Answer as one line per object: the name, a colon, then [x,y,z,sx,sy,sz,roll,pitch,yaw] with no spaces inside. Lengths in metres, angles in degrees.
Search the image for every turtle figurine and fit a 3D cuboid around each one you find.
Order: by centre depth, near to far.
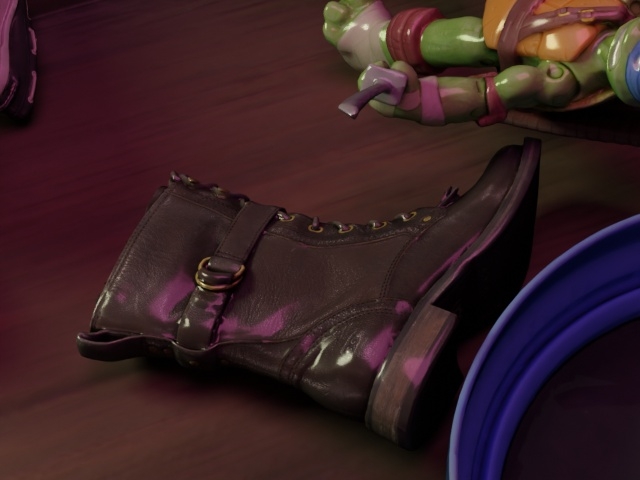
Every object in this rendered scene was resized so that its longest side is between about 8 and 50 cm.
turtle figurine: [0.093,-0.168,0.955,0.274,0.198,0.266,6,10,-30]

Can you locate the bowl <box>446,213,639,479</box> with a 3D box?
bowl: [0.263,0.150,0.846,0.391,0.077,0.391,0,53,0]

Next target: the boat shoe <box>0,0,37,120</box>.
boat shoe: [-0.217,-0.135,1.084,0.046,0.038,0.125,-35,42,25]

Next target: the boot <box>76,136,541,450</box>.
boot: [0.000,0.000,0.954,0.229,0.091,0.263,19,50,21]
